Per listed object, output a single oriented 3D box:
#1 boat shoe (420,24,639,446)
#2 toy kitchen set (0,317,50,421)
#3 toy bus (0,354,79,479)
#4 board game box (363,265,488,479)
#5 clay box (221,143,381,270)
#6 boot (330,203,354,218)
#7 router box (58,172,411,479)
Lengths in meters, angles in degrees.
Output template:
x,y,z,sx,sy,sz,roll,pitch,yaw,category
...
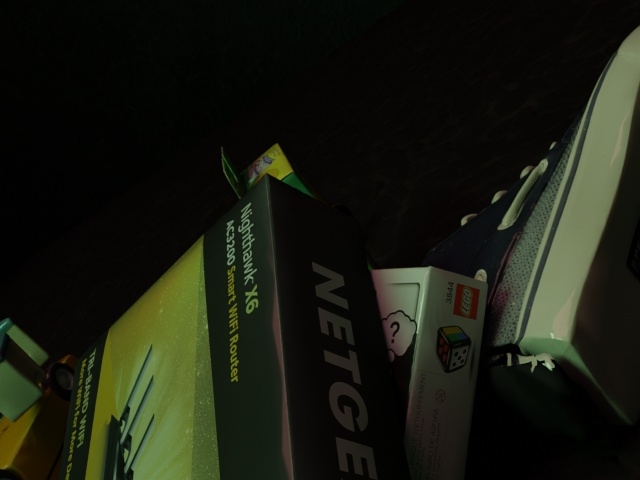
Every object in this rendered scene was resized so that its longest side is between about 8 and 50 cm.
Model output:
x,y,z,sx,sy,sz,roll,pitch,yaw,category
0.168,-0.026,0.500,0.158,0.127,0.340,-9,40,51,boat shoe
-0.407,0.168,0.730,0.207,0.122,0.166,-44,20,-8,toy kitchen set
-0.303,0.262,0.717,0.108,0.130,0.332,-36,20,12,toy bus
-0.019,0.122,0.499,0.305,0.053,0.193,-8,69,56,board game box
0.000,0.000,0.615,0.053,0.222,0.127,-38,20,3,clay box
-0.046,0.043,0.814,0.106,0.082,0.219,-9,37,50,boot
-0.064,0.152,0.389,0.243,0.081,0.309,-41,39,31,router box
